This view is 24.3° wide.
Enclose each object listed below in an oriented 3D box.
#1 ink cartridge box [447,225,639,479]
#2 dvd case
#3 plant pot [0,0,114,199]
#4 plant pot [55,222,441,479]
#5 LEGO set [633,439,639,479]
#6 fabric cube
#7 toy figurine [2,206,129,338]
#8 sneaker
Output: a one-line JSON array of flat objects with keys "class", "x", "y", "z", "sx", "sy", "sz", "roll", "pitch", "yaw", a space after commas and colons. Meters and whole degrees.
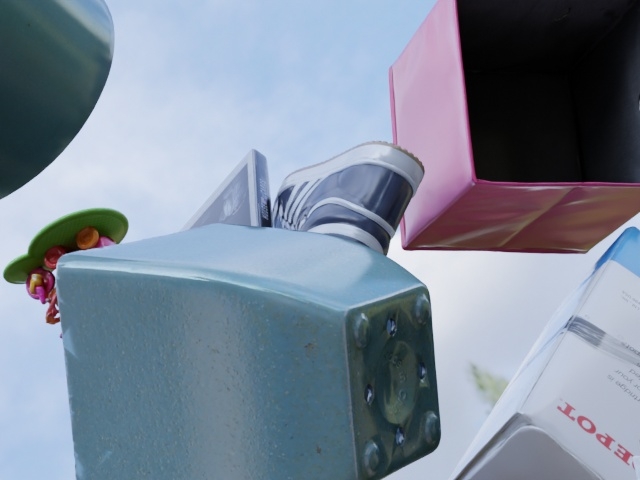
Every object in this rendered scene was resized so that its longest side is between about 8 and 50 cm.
[{"class": "ink cartridge box", "x": 0.330, "y": 0.204, "z": 1.512, "sx": 0.166, "sy": 0.285, "sz": 0.395, "roll": -54, "pitch": -6, "yaw": 38}, {"class": "dvd case", "x": -0.121, "y": 0.013, "z": 1.692, "sx": 0.029, "sy": 0.239, "sz": 0.179, "roll": 36, "pitch": -70, "yaw": -20}, {"class": "plant pot", "x": -0.384, "y": -0.207, "z": 1.415, "sx": 0.293, "sy": 0.293, "sz": 0.235, "roll": -43, "pitch": -42, "yaw": 0}, {"class": "plant pot", "x": -0.040, "y": 0.115, "z": 1.267, "sx": 0.248, "sy": 0.252, "sz": 0.247, "roll": -14, "pitch": -80, "yaw": -58}, {"class": "LEGO set", "x": 0.242, "y": 0.278, "z": 1.028, "sx": 0.107, "sy": 0.132, "sz": 0.287, "roll": 31, "pitch": -100, "yaw": -78}, {"class": "fabric cube", "x": 0.243, "y": -0.139, "z": 1.756, "sx": 0.259, "sy": 0.254, "sz": 0.258, "roll": 0, "pitch": -19, "yaw": -15}, {"class": "toy figurine", "x": -0.288, "y": 0.071, "z": 1.801, "sx": 0.173, "sy": 0.159, "sz": 0.130, "roll": -29, "pitch": -25, "yaw": 10}, {"class": "sneaker", "x": 0.000, "y": 0.000, "z": 1.606, "sx": 0.282, "sy": 0.099, "sz": 0.153, "roll": -28, "pitch": 34, "yaw": 60}]
